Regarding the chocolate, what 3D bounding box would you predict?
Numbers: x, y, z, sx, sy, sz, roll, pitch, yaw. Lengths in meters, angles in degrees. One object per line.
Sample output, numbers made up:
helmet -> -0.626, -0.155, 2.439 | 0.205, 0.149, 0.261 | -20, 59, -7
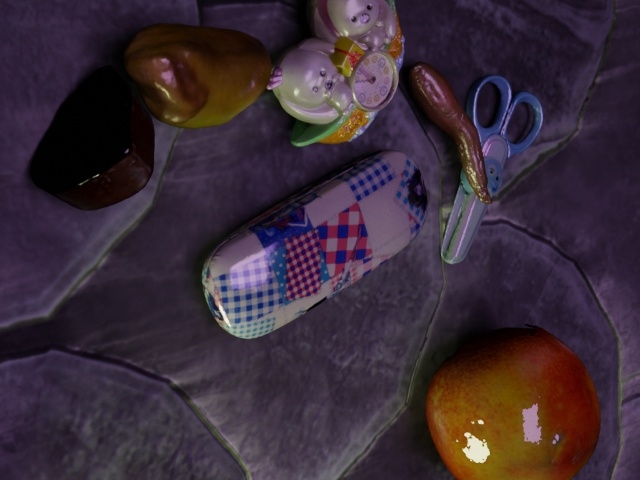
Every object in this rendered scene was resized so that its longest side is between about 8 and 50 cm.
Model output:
chocolate -> -0.217, -0.097, 1.299 | 0.080, 0.125, 0.149 | 42, 69, -51

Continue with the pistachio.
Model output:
pistachio -> -0.141, -0.182, 1.337 | 0.189, 0.110, 0.100 | -12, 136, -45

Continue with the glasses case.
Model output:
glasses case -> 0.000, 0.000, 1.491 | 0.327, 0.076, 0.125 | -31, 114, -28

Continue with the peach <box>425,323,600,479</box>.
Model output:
peach -> 0.253, 0.226, 1.633 | 0.231, 0.231, 0.231 | -8, 103, -35

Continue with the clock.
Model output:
clock -> 0.020, -0.215, 1.448 | 0.144, 0.103, 0.231 | 33, 80, -44

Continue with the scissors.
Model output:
scissors -> 0.216, -0.090, 1.658 | 0.125, 0.030, 0.256 | 24, 84, -32

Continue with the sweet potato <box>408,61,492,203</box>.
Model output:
sweet potato -> 0.172, -0.141, 1.595 | 0.050, 0.050, 0.214 | -43, 113, -22
